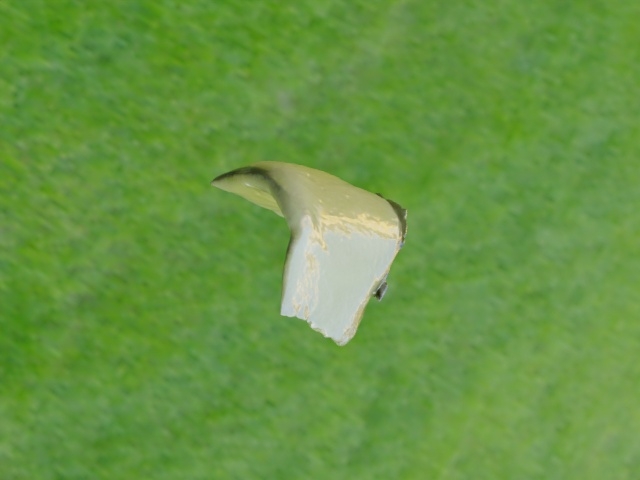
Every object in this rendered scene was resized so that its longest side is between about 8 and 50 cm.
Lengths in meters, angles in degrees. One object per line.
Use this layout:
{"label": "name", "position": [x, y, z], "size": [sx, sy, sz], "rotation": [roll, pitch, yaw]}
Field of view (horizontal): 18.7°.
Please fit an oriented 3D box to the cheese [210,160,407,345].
{"label": "cheese", "position": [0.001, 0.000, 0.698], "size": [0.060, 0.084, 0.041], "rotation": [25, 121, -33]}
